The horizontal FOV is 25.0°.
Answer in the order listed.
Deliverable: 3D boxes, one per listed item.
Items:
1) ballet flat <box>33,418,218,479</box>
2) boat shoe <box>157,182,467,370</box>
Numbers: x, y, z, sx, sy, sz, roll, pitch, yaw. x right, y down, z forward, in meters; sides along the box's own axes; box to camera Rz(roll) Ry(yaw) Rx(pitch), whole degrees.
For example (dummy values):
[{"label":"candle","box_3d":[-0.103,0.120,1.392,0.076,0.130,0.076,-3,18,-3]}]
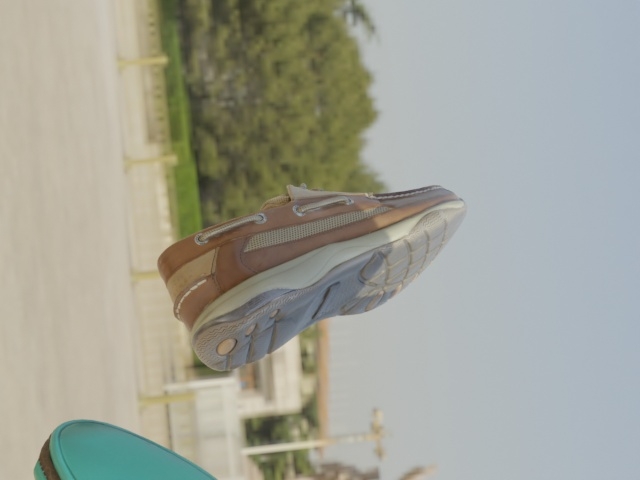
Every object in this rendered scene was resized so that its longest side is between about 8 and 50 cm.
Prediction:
[{"label":"ballet flat","box_3d":[-0.036,0.171,0.639,0.083,0.247,0.087,-27,138,-56]},{"label":"boat shoe","box_3d":[0.000,0.000,1.233,0.116,0.324,0.123,50,-48,20]}]
